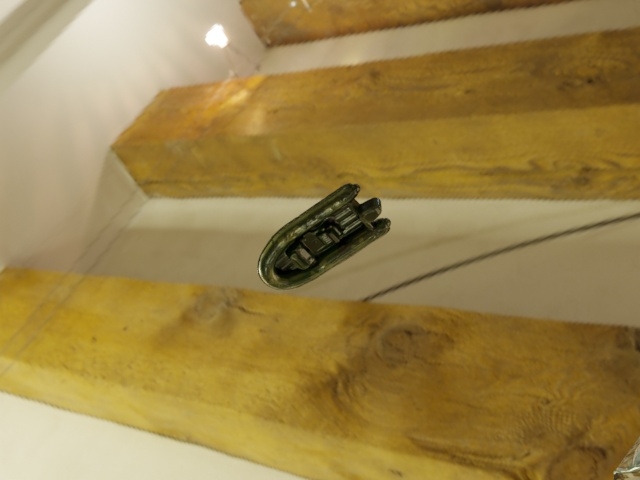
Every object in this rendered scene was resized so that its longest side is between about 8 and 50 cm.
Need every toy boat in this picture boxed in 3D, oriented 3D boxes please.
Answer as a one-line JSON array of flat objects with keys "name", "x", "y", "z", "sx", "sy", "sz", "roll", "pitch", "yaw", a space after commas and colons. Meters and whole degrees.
[{"name": "toy boat", "x": 0.000, "y": 0.000, "z": 1.312, "sx": 0.210, "sy": 0.104, "sz": 0.052, "roll": -34, "pitch": -147, "yaw": 17}]

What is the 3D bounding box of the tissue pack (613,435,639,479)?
[{"name": "tissue pack", "x": 0.436, "y": 0.162, "z": 0.880, "sx": 0.271, "sy": 0.134, "sz": 0.192, "roll": -42, "pitch": 175, "yaw": -26}]
